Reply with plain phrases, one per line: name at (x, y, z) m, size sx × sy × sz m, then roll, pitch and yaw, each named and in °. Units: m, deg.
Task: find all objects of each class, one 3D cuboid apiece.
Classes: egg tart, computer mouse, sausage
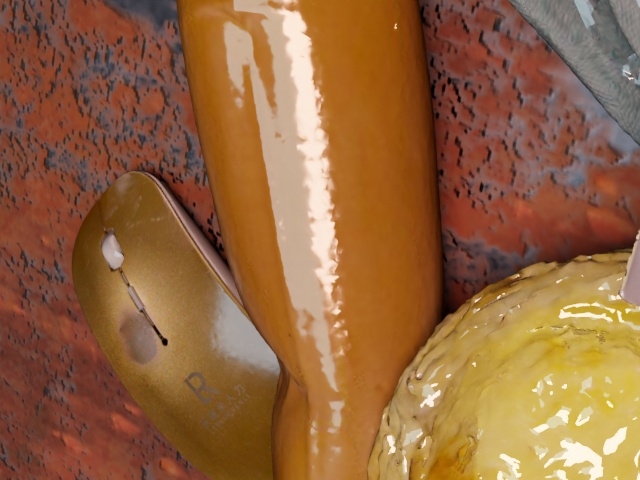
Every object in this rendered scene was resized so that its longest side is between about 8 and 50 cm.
egg tart at (0.124, 0.106, 0.620) m, size 0.212 × 0.090 × 0.213 m, roll 1°, pitch 97°, yaw 7°
computer mouse at (-0.076, 0.052, 0.798) m, size 0.102 × 0.045 × 0.199 m, roll -45°, pitch 76°, yaw 31°
sausage at (0.005, -0.001, 0.678) m, size 0.116 × 0.134 × 0.354 m, roll -9°, pitch 102°, yaw -7°

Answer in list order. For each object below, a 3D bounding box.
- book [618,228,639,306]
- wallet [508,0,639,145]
book at (0.187, -0.003, 0.411) m, size 0.181 × 0.014 × 0.127 m, roll 25°, pitch 115°, yaw 30°
wallet at (0.188, -0.203, 0.541) m, size 0.237 × 0.075 × 0.342 m, roll 49°, pitch 123°, yaw 11°
